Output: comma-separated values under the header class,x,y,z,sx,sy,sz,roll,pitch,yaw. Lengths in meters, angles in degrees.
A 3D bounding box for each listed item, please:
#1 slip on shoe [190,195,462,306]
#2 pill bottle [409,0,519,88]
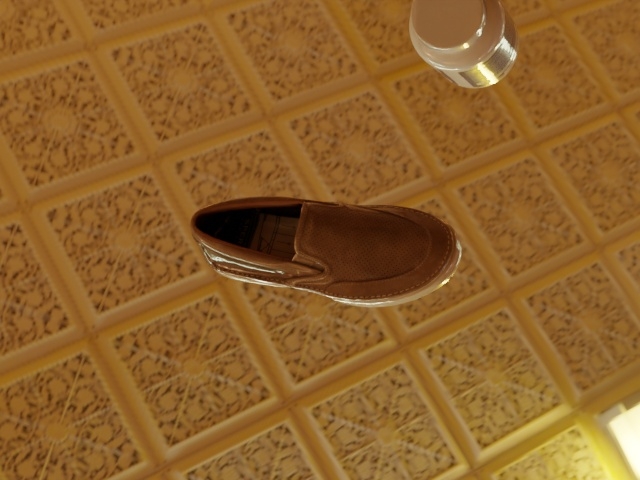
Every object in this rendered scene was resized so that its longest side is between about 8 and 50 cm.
class,x,y,z,sx,sy,sz,roll,pitch,yaw
slip on shoe,0.000,0.000,0.589,0.135,0.041,0.051,7,-110,23
pill bottle,0.100,-0.149,0.848,0.067,0.120,0.067,-1,-92,17
